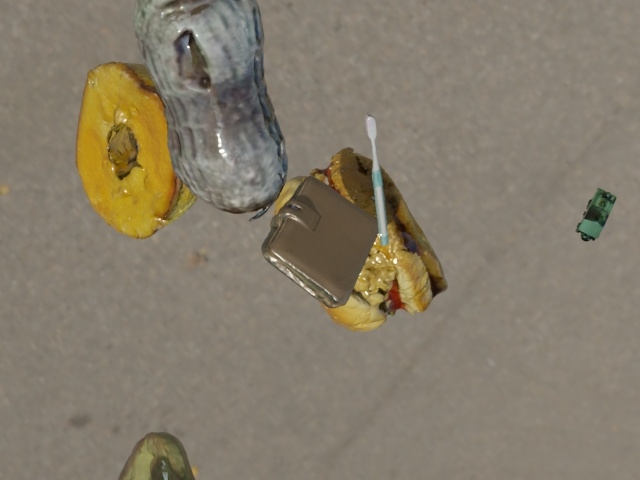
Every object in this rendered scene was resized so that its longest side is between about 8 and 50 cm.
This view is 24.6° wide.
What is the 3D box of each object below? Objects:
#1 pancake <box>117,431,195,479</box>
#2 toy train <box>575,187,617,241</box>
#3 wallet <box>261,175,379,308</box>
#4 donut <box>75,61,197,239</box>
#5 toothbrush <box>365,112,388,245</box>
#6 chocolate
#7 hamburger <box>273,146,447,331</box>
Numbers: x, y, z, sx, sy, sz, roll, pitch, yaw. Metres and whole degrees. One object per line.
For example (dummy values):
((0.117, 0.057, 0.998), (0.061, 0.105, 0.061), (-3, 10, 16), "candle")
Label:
((-0.232, 0.415, 2.061), (0.050, 0.294, 0.294), (3, 127, -33), "pancake")
((0.370, -0.037, 1.958), (0.083, 0.033, 0.053), (-59, 173, -32), "toy train")
((0.000, 0.000, 1.641), (0.039, 0.118, 0.152), (-44, -170, 42), "wallet")
((-0.173, -0.091, 1.442), (0.065, 0.162, 0.178), (-21, 146, -41), "donut")
((0.060, -0.064, 1.570), (0.011, 0.014, 0.167), (-14, 126, -8), "toothbrush")
((-0.092, -0.133, 1.249), (0.110, 0.110, 0.248), (-23, 121, -23), "chocolate")
((0.045, 0.005, 1.904), (0.163, 0.244, 0.244), (-33, 144, -1), "hamburger")
